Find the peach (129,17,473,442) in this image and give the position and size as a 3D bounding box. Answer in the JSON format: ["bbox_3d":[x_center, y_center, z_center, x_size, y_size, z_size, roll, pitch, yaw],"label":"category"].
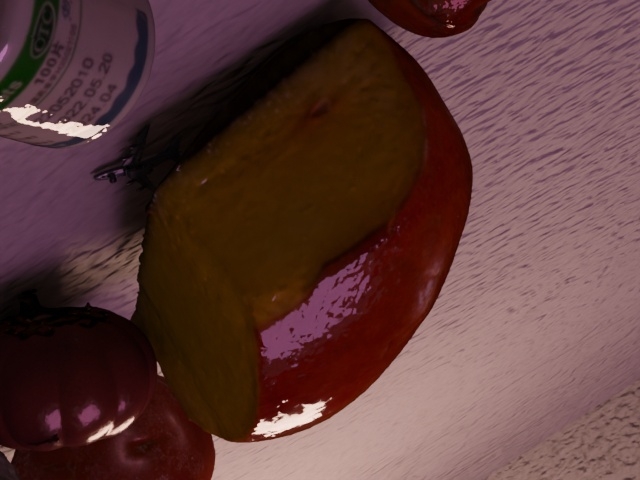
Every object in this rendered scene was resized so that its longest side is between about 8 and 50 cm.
[{"bbox_3d":[0.000,0.000,1.346,0.306,0.242,0.380,-33,157,-32],"label":"peach"}]

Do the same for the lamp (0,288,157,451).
[{"bbox_3d":[-0.240,0.116,1.386,0.182,0.140,0.182,-2,-170,0],"label":"lamp"}]

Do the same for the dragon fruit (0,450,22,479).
[{"bbox_3d":[-0.389,0.247,1.352,0.283,0.204,0.221,-34,156,16],"label":"dragon fruit"}]

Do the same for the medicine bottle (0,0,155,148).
[{"bbox_3d":[-0.214,-0.136,0.903,0.139,0.139,0.237,-41,159,17],"label":"medicine bottle"}]

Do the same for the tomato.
[{"bbox_3d":[-0.219,0.252,1.645,0.232,0.189,0.232,-28,160,-11],"label":"tomato"}]

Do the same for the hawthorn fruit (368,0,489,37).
[{"bbox_3d":[0.091,-0.222,1.191,0.128,0.128,0.128,-29,158,-13],"label":"hawthorn fruit"}]

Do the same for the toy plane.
[{"bbox_3d":[-0.153,-0.065,1.295,0.084,0.024,0.078,-26,139,-21],"label":"toy plane"}]
